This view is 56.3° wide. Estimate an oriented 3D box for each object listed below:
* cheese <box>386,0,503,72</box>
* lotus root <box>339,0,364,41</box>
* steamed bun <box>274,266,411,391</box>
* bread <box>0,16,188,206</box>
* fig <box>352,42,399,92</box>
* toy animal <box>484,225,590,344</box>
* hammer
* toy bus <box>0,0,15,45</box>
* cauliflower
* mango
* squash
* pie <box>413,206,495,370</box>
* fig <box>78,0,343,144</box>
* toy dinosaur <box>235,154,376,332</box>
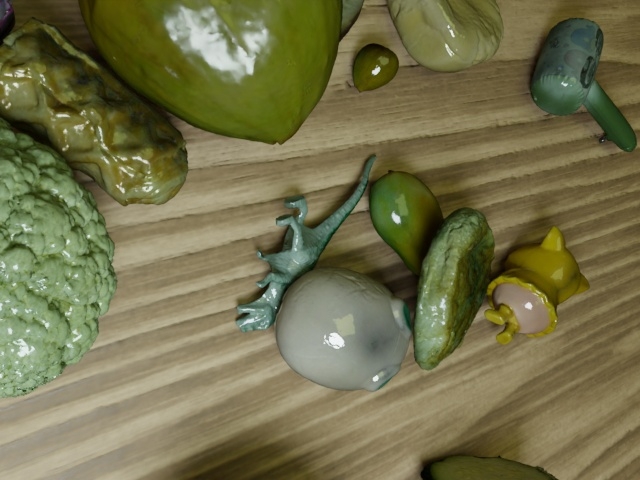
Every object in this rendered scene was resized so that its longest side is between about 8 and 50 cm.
[{"bbox_3d":[0.236,-0.421,1.096,0.214,0.117,0.225,-32,95,-35],"label":"cheese"},{"bbox_3d":[-0.012,-0.411,0.946,0.138,0.119,0.234,-13,88,-31],"label":"lotus root"},{"bbox_3d":[0.049,0.136,0.881,0.228,0.131,0.177,28,79,-38],"label":"steamed bun"},{"bbox_3d":[-0.283,-0.148,0.744,0.268,0.130,0.152,39,33,-22],"label":"bread"},{"bbox_3d":[0.089,-0.291,1.018,0.074,0.074,0.088,40,93,-20],"label":"fig"},{"bbox_3d":[0.392,0.092,1.102,0.230,0.156,0.156,-42,104,-24],"label":"toy animal"},{"bbox_3d":[0.588,-0.303,1.291,0.336,0.119,0.206,38,67,-28],"label":"hammer"},{"bbox_3d":[-0.490,-0.319,0.669,0.274,0.112,0.090,34,76,-22],"label":"toy bus"},{"bbox_3d":[-0.365,0.012,0.644,0.251,0.275,0.272,-17,130,4],"label":"cauliflower"},{"bbox_3d":[0.152,-0.034,1.016,0.191,0.086,0.122,53,52,-27],"label":"mango"},{"bbox_3d":[0.271,0.425,0.943,0.220,0.220,0.133,4,79,-29],"label":"squash"},{"bbox_3d":[0.222,0.081,0.977,0.277,0.079,0.276,-33,128,-55],"label":"pie"},{"bbox_3d":[-0.121,-0.291,0.765,0.344,0.343,0.342,4,81,-29],"label":"fig"},{"bbox_3d":[-0.016,-0.032,0.910,0.383,0.076,0.129,-51,140,-18],"label":"toy dinosaur"}]
